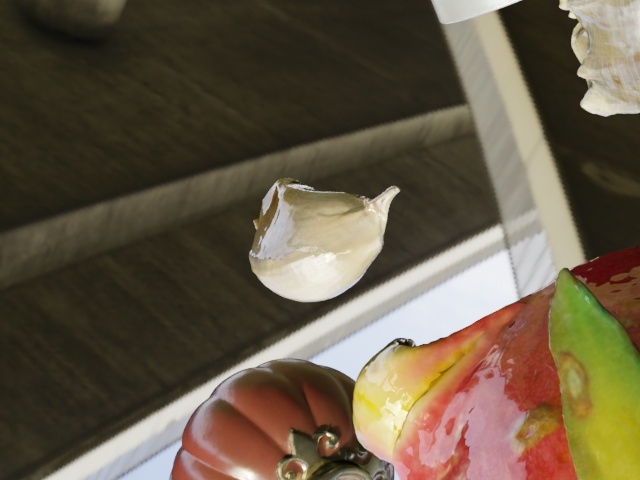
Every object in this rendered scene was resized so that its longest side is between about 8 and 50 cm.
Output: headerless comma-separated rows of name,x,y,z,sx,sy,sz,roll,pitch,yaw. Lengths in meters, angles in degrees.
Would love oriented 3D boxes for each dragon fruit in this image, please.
dragon fruit,0.163,0.103,0.546,0.291,0.290,0.189,5,-129,-38

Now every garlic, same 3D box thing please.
garlic,-0.007,0.002,0.761,0.066,0.084,0.152,-3,-173,-25

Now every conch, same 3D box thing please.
conch,0.299,-0.241,1.011,0.186,0.263,0.324,15,176,-33

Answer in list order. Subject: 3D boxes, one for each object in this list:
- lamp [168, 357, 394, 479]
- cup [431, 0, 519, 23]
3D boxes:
lamp,-0.045,0.301,1.502,0.303,0.303,0.257,7,-175,-37
cup,0.205,-0.438,1.253,0.237,0.323,0.326,-34,-72,-38
